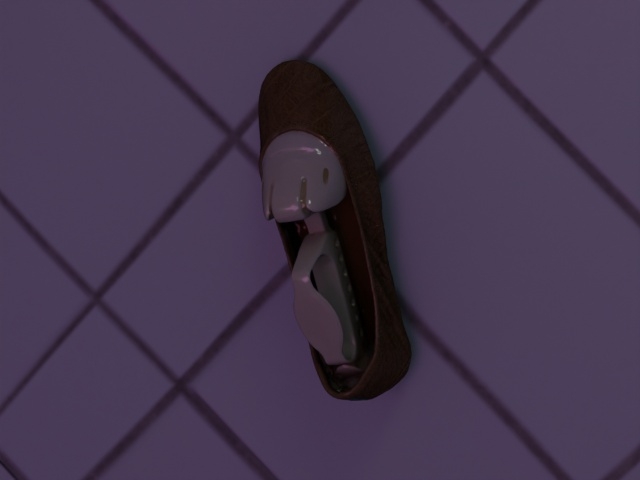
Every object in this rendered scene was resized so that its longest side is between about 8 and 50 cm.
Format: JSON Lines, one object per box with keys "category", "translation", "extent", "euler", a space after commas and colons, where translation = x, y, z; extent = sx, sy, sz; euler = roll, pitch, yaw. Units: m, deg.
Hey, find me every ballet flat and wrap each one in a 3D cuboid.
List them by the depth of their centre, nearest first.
{"category": "ballet flat", "translation": [0.000, 0.000, 1.883], "extent": [0.116, 0.124, 0.342], "euler": [-7, 103, 26]}
